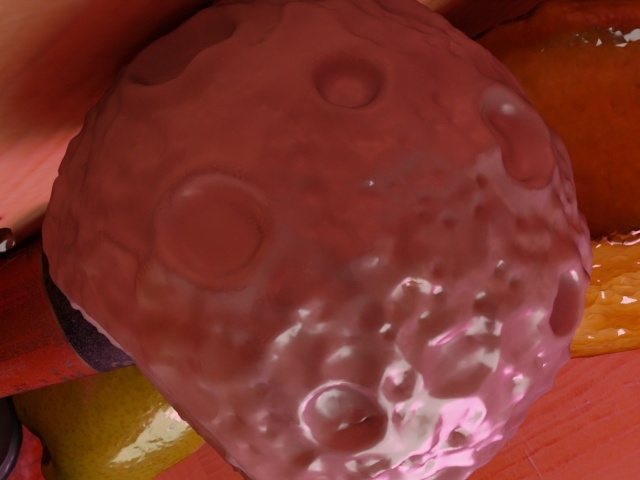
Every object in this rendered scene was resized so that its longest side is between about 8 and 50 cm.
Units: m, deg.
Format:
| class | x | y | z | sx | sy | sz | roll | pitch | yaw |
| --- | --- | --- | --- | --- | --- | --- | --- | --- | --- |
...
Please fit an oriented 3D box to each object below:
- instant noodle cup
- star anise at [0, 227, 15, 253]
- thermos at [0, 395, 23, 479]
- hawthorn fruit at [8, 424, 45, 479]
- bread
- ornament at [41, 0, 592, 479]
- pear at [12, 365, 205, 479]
| class | x | y | z | sx | sy | sz | roll | pitch | yaw |
| --- | --- | --- | --- | --- | --- | --- | --- | --- | --- |
| instant noodle cup | -0.192 | 0.051 | 0.785 | 0.136 | 0.127 | 0.127 | -21 | 176 | 10 |
| star anise | -0.305 | 0.078 | 0.671 | 0.234 | 0.073 | 0.177 | -39 | 179 | 25 |
| thermos | -0.377 | 0.190 | 0.978 | 0.286 | 0.145 | 0.182 | -31 | -178 | 43 |
| hawthorn fruit | -0.352 | 0.251 | 1.232 | 0.231 | 0.263 | 0.235 | -49 | 147 | -2 |
| bread | 0.197 | -0.034 | 0.885 | 0.398 | 0.215 | 0.398 | -5 | 160 | -2 |
| ornament | 0.004 | -0.003 | 0.542 | 0.225 | 0.259 | 0.259 | -43 | 178 | -12 |
| pear | -0.163 | 0.105 | 0.925 | 0.219 | 0.187 | 0.187 | -54 | 175 | -3 |
